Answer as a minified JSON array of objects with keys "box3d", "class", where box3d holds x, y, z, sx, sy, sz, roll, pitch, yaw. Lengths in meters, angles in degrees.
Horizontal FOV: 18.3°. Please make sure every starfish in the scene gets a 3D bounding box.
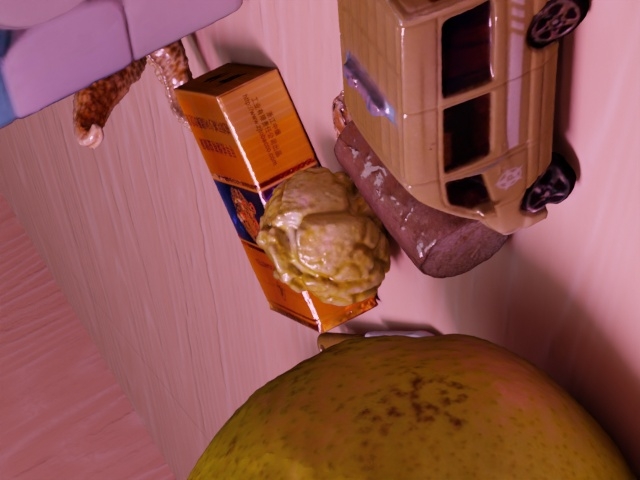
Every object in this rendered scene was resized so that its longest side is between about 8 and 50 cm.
[{"box3d":[-0.215,-0.222,1.888,0.375,0.094,0.327,46,-159,-10],"class":"starfish"}]

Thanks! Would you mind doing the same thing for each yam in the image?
[{"box3d":[0.069,-0.037,1.392,0.127,0.084,0.084,58,166,28],"class":"yam"}]

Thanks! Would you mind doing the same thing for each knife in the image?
[{"box3d":[0.065,0.107,1.781,0.061,0.027,0.343,65,163,-5],"class":"knife"}]

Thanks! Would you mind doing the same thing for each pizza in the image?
[{"box3d":[0.032,-0.077,1.562,0.099,0.029,0.100,-142,29,-76],"class":"pizza"}]

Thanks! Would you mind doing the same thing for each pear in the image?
[{"box3d":[0.067,0.241,1.395,0.391,0.391,0.391,56,165,24],"class":"pear"}]

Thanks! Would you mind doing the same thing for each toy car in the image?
[{"box3d":[0.076,-0.093,1.161,0.101,0.124,0.257,55,163,32],"class":"toy car"}]

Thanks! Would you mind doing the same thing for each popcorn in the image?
[{"box3d":[0.000,0.000,1.653,0.121,0.106,0.116,63,156,-4],"class":"popcorn"}]

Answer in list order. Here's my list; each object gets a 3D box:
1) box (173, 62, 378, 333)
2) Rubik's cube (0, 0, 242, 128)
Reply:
[{"box3d":[-0.043,-0.041,1.806,0.237,0.070,0.152,64,166,-14],"class":"box"},{"box3d":[-0.292,-0.325,1.590,0.344,0.346,0.347,57,165,23],"class":"Rubik's cube"}]
